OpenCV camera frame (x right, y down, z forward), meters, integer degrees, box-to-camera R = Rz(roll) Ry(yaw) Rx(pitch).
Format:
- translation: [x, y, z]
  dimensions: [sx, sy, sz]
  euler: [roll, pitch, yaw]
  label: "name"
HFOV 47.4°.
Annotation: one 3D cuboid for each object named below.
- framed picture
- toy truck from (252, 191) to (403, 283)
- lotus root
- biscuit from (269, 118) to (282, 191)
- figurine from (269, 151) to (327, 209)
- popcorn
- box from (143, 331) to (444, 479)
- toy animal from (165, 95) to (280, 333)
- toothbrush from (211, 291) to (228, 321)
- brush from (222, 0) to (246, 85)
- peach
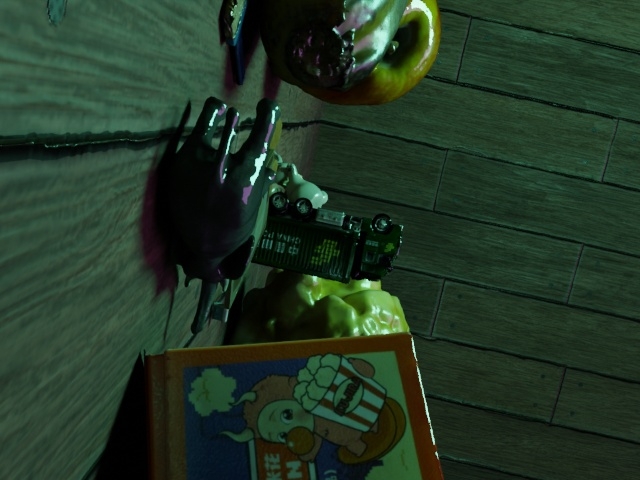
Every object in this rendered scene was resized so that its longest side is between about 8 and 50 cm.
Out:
- translation: [-0.095, -0.020, 0.994]
  dimensions: [0.201, 0.010, 0.136]
  euler: [-72, 172, -54]
  label: "framed picture"
- translation: [0.000, 0.000, 1.189]
  dimensions: [0.088, 0.258, 0.121]
  euler: [91, 11, -85]
  label: "toy truck"
- translation: [0.028, -0.336, 0.899]
  dimensions: [0.196, 0.179, 0.398]
  euler: [104, -1, -48]
  label: "lotus root"
- translation: [-0.098, -0.084, 1.053]
  dimensions: [0.236, 0.040, 0.144]
  euler: [-68, 165, -55]
  label: "biscuit"
- translation: [-0.068, -0.099, 1.284]
  dimensions: [0.098, 0.146, 0.081]
  euler: [-23, 148, -50]
  label: "figurine"
- translation: [-0.007, 0.231, 1.377]
  dimensions: [0.390, 0.353, 0.344]
  euler: [105, -11, -57]
  label: "popcorn"
- translation: [-0.029, 0.316, 0.706]
  dimensions: [0.319, 0.256, 0.349]
  euler: [99, -16, -57]
  label: "box"
- translation: [-0.096, -0.027, 0.689]
  dimensions: [0.270, 0.082, 0.137]
  euler: [108, -1, -56]
  label: "toy animal"
- translation: [-0.126, 0.020, 0.972]
  dimensions: [0.022, 0.026, 0.263]
  euler: [-86, -174, -48]
  label: "toothbrush"
- translation: [-0.087, -0.207, 0.764]
  dimensions: [0.164, 0.014, 0.051]
  euler: [102, 2, -74]
  label: "brush"
- translation: [0.057, -0.338, 1.167]
  dimensions: [0.238, 0.280, 0.281]
  euler: [48, 42, -39]
  label: "peach"
